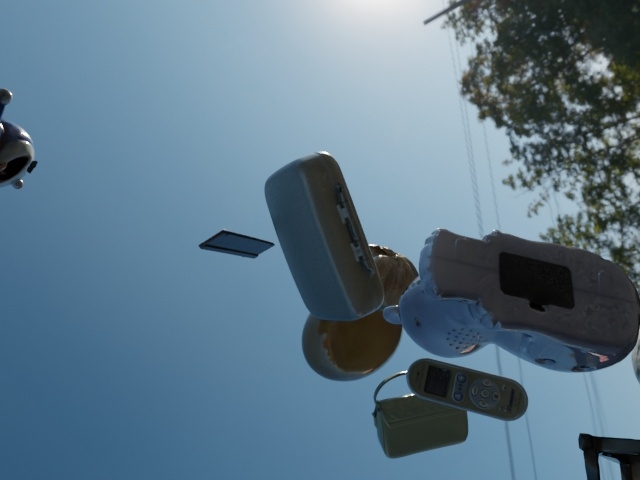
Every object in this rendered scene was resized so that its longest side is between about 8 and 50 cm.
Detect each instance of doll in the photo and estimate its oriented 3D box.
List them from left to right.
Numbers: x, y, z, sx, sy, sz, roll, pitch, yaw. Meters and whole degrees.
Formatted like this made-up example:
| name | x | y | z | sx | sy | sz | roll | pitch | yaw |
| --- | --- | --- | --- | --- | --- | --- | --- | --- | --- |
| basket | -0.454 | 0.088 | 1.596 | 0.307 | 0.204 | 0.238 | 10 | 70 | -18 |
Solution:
| name | x | y | z | sx | sy | sz | roll | pitch | yaw |
| --- | --- | --- | --- | --- | --- | --- | --- | --- | --- |
| doll | -0.694 | -0.204 | 1.049 | 0.161 | 0.257 | 0.215 | 40 | -104 | 2 |

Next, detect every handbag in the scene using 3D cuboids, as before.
| name | x | y | z | sx | sy | sz | roll | pitch | yaw |
| --- | --- | --- | --- | --- | --- | --- | --- | --- | --- |
| handbag | 0.257 | 0.434 | 1.317 | 0.256 | 0.079 | 0.219 | -8 | -80 | -8 |

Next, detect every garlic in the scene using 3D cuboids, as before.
| name | x | y | z | sx | sy | sz | roll | pitch | yaw |
| --- | --- | --- | --- | --- | --- | --- | --- | --- | --- |
| garlic | 0.168 | 0.097 | 1.374 | 0.227 | 0.228 | 0.152 | 20 | -77 | -44 |

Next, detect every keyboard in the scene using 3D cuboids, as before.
| name | x | y | z | sx | sy | sz | roll | pitch | yaw |
| --- | --- | --- | --- | --- | --- | --- | --- | --- | --- |
| keyboard | -0.249 | 0.016 | 1.551 | 0.018 | 0.101 | 0.309 | 64 | -163 | 17 |

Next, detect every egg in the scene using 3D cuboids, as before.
| name | x | y | z | sx | sy | sz | roll | pitch | yaw |
| --- | --- | --- | --- | --- | --- | --- | --- | --- | --- |
| egg | 0.106 | 0.294 | 1.654 | 0.374 | 0.301 | 0.301 | -44 | -71 | -38 |

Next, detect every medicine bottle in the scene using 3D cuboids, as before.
| name | x | y | z | sx | sy | sz | roll | pitch | yaw |
| --- | --- | --- | --- | --- | --- | --- | --- | --- | --- |
| medicine bottle | 0.000 | 0.000 | 1.159 | 0.123 | 0.282 | 0.375 | -23 | -86 | -26 |

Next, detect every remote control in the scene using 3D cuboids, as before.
| name | x | y | z | sx | sy | sz | roll | pitch | yaw |
| --- | --- | --- | --- | --- | --- | --- | --- | --- | --- |
| remote control | 0.300 | 0.307 | 1.052 | 0.047 | 0.244 | 0.087 | 49 | -125 | -71 |

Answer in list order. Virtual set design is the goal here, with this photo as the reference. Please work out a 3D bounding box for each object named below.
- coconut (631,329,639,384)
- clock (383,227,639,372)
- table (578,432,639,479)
| name | x | y | z | sx | sy | sz | roll | pitch | yaw |
| --- | --- | --- | --- | --- | --- | --- | --- | --- | --- |
| coconut | 0.630 | 0.186 | 0.752 | 0.237 | 0.266 | 0.237 | 31 | -148 | -22 |
| clock | 0.146 | 0.057 | 0.395 | 0.176 | 0.117 | 0.080 | 12 | -120 | -4 |
| table | 0.452 | 0.313 | 0.462 | 0.272 | 0.335 | 0.222 | 33 | -125 | -45 |
